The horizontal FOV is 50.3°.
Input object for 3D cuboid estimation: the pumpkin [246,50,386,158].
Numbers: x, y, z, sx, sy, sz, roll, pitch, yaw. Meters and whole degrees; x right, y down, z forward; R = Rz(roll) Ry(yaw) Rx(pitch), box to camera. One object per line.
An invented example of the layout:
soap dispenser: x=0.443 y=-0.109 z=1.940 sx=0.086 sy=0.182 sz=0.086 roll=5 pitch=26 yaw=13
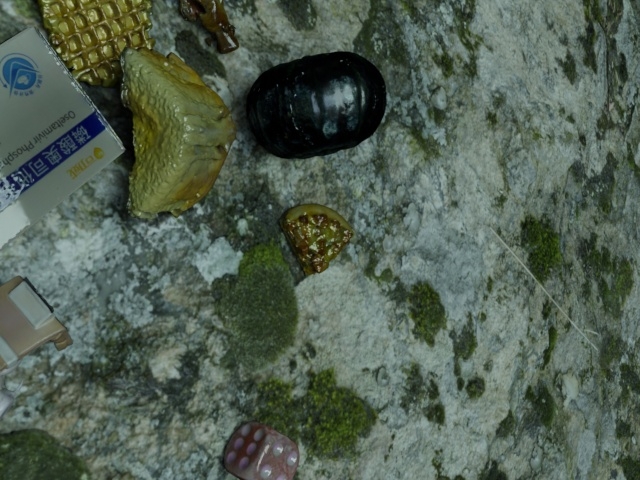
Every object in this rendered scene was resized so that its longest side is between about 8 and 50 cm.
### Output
pumpkin: x=-0.005 y=-0.222 z=1.118 sx=0.233 sy=0.233 sz=0.162 roll=-18 pitch=97 yaw=-40

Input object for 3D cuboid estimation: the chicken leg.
chicken leg: x=-0.189 y=-0.383 z=1.054 sx=0.101 sy=0.085 sz=0.207 roll=-82 pitch=151 yaw=-55

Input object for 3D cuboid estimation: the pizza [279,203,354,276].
pizza: x=0.000 y=-0.001 z=1.249 sx=0.175 sy=0.046 sz=0.134 roll=-1 pitch=91 yaw=-42

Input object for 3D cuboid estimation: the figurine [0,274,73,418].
figurine: x=-0.427 y=0.146 z=0.825 sx=0.162 sy=0.141 sz=0.237 roll=47 pitch=59 yaw=1

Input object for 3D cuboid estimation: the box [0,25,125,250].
box: x=-0.434 y=-0.093 z=0.845 sx=0.343 sy=0.065 sz=0.200 roll=-49 pitch=120 yaw=-30

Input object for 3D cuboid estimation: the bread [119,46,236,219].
bread: x=-0.193 y=-0.157 z=0.980 sx=0.174 sy=0.133 sz=0.251 roll=-9 pitch=98 yaw=-66

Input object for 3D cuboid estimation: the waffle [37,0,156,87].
waffle: x=-0.314 y=-0.309 z=0.970 sx=0.191 sy=0.038 sz=0.191 roll=-1 pitch=92 yaw=-42

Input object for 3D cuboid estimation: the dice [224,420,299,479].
dice: x=-0.098 y=0.361 z=1.132 sx=0.091 sy=0.094 sz=0.093 roll=46 pitch=60 yaw=-36
